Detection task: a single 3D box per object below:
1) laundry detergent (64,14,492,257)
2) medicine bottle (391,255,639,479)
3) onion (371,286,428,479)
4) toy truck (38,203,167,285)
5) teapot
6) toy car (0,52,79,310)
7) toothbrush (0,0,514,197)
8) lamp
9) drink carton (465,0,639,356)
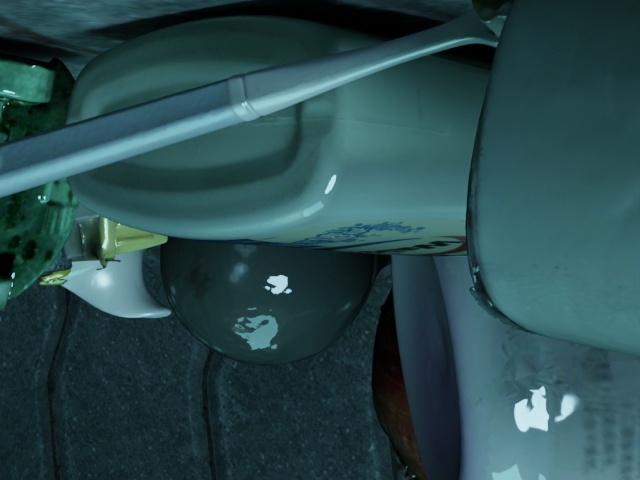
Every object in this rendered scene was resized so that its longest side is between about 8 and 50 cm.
[{"bbox_3d":[0.031,-0.045,0.730,0.215,0.105,0.280,0,178,41],"label":"laundry detergent"},{"bbox_3d":[0.224,0.052,0.920,0.325,0.256,0.256,-9,178,-5],"label":"medicine bottle"},{"bbox_3d":[0.194,0.101,1.260,0.353,0.354,0.353,2,177,0],"label":"onion"},{"bbox_3d":[-0.175,-0.035,0.975,0.157,0.124,0.272,-7,178,-25],"label":"toy truck"},{"bbox_3d":[-0.264,-0.011,1.210,0.298,0.139,0.204,8,-179,16],"label":"teapot"},{"bbox_3d":[-0.253,-0.047,0.678,0.125,0.136,0.306,18,-172,36],"label":"toy car"},{"bbox_3d":[-0.053,-0.053,0.578,0.342,0.025,0.030,-15,163,23],"label":"toothbrush"},{"bbox_3d":[-0.010,0.017,1.232,0.182,0.182,0.314,1,178,31],"label":"lamp"},{"bbox_3d":[0.162,-0.027,0.451,0.189,0.185,0.191,15,-172,41],"label":"drink carton"}]
